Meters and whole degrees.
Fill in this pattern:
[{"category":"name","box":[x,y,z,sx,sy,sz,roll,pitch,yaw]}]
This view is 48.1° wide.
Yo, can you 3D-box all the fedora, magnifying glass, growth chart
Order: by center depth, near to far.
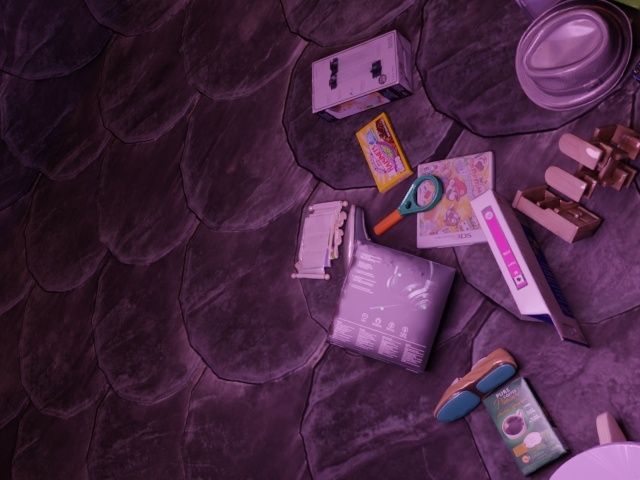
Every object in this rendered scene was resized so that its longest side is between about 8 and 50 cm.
[{"category":"fedora","box":[0.554,-0.426,1.619,0.275,0.124,0.243,-18,84,35]},{"category":"magnifying glass","box":[0.224,-0.086,1.854,0.231,0.026,0.092,-41,51,36]},{"category":"growth chart","box":[0.000,0.000,2.017,0.172,0.021,0.237,7,82,45]}]

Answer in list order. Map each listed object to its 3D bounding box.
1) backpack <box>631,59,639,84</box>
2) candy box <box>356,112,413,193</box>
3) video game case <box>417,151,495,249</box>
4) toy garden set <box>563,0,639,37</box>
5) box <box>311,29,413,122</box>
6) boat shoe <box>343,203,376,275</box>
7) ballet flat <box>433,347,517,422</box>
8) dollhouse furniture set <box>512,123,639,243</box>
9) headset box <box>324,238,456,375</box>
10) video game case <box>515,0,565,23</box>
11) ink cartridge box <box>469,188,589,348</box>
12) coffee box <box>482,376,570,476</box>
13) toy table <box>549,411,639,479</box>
[{"category":"backpack","box":[0.763,-0.370,1.482,0.173,0.117,0.158,-54,52,13]},{"category":"candy box","box":[0.173,-0.240,1.958,0.105,0.027,0.206,-36,58,28]},{"category":"video game case","box":[0.337,-0.097,1.794,0.206,0.026,0.227,-7,73,36]},{"category":"toy garden set","box":[0.666,-0.608,1.649,0.204,0.049,0.244,31,103,28]},{"category":"box","box":[0.114,-0.459,2.025,0.290,0.087,0.169,-13,70,34]},{"category":"boat shoe","box":[0.116,0.055,1.898,0.099,0.116,0.319,2,65,-6]},{"category":"ballet flat","box":[0.352,0.332,1.648,0.232,0.080,0.073,-41,29,19]},{"category":"dollhouse furniture set","box":[0.544,-0.143,1.534,0.161,0.212,0.242,41,130,36]},{"category":"headset box","box":[0.173,0.147,1.722,0.246,0.131,0.283,17,89,10]},{"category":"video game case","box":[0.590,-0.687,1.762,0.274,0.026,0.196,-38,58,23]},{"category":"ink cartridge box","box":[0.454,0.069,1.561,0.069,0.176,0.371,-35,59,25]},{"category":"coffee box","box":[0.447,0.403,1.562,0.113,0.040,0.184,-40,57,22]},{"category":"toy table","box":[0.570,0.459,1.350,0.274,0.161,0.252,-26,75,38]}]
